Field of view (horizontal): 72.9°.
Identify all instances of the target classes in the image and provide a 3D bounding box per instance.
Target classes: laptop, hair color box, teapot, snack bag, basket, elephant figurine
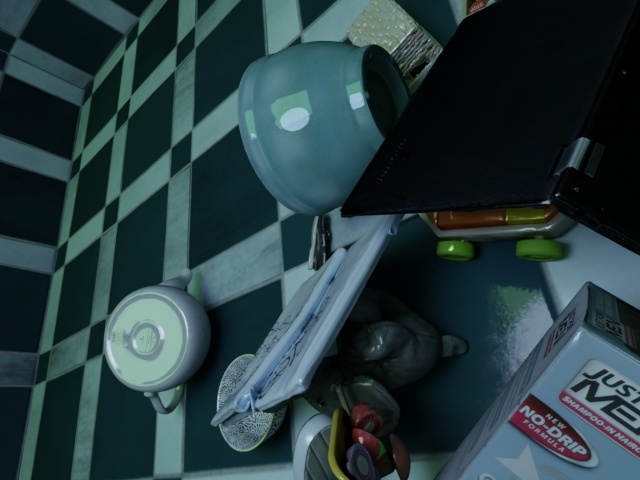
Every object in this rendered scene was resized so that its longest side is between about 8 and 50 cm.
[{"bbox_3d":[0.298,-0.116,0.459,0.407,0.236,0.382,31,72,6],"label":"laptop"},{"bbox_3d":[0.194,0.235,0.420,0.113,0.185,0.375,35,113,24],"label":"hair color box"},{"bbox_3d":[-0.359,0.232,1.023,0.256,0.187,0.252,-45,75,1],"label":"teapot"},{"bbox_3d":[-0.024,0.115,0.638,0.323,0.037,0.342,-54,5,-36],"label":"snack bag"},{"bbox_3d":[0.138,-0.371,0.817,0.113,0.103,0.167,-44,51,24],"label":"basket"},{"bbox_3d":[0.054,0.199,0.641,0.186,0.169,0.240,38,108,35],"label":"elephant figurine"}]

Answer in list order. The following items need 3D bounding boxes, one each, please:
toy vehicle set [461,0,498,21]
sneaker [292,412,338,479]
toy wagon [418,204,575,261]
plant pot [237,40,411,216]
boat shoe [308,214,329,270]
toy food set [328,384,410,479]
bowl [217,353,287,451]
[{"bbox_3d":[0.350,-0.376,0.665,0.266,0.035,0.166,-9,69,41],"label":"toy vehicle set"},{"bbox_3d":[-0.006,0.330,0.623,0.091,0.094,0.258,31,138,44],"label":"sneaker"},{"bbox_3d":[0.231,-0.104,0.657,0.344,0.068,0.268,-3,73,43],"label":"toy wagon"},{"bbox_3d":[0.037,-0.201,0.725,0.196,0.293,0.294,-11,68,37],"label":"plant pot"},{"bbox_3d":[0.000,0.000,0.860,0.046,0.038,0.126,108,169,-68],"label":"boat shoe"},{"bbox_3d":[0.062,0.248,0.479,0.071,0.218,0.128,-16,100,8],"label":"toy food set"},{"bbox_3d":[-0.116,0.307,0.829,0.170,0.080,0.170,-17,64,38],"label":"bowl"}]
